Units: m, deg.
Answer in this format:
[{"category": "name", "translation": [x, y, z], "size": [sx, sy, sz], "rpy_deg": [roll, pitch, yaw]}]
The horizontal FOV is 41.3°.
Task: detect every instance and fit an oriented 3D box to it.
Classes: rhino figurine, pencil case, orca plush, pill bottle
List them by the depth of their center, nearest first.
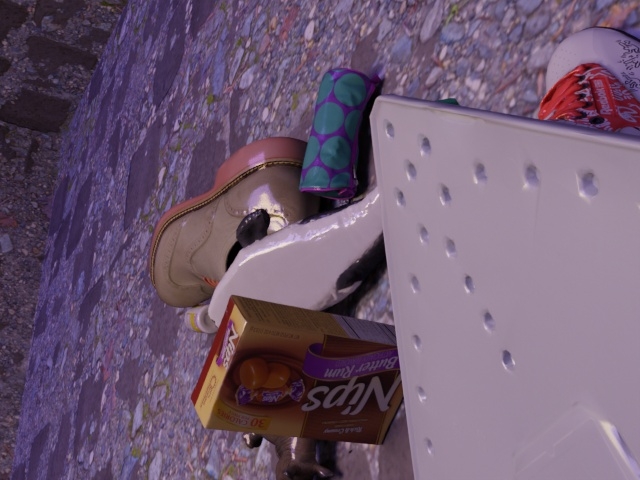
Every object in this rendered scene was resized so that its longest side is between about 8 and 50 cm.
[{"category": "orca plush", "translation": [0.000, 0.000, 0.915], "size": [0.287, 0.151, 0.102], "rpy_deg": [-52, -5, 26]}, {"category": "rhino figurine", "translation": [-0.037, 0.195, 0.919], "size": [0.106, 0.073, 0.243], "rpy_deg": [-57, 33, 40]}, {"category": "pencil case", "translation": [0.022, -0.120, 0.971], "size": [0.070, 0.064, 0.151], "rpy_deg": [5, 78, 25]}, {"category": "pill bottle", "translation": [-0.177, 0.118, 1.276], "size": [0.083, 0.043, 0.043], "rpy_deg": [-8, 70, 63]}]

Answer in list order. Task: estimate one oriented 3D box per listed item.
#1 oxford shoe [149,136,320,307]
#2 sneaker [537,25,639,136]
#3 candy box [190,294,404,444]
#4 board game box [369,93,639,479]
[{"category": "oxford shoe", "translation": [-0.131, 0.020, 1.128], "size": [0.397, 0.141, 0.146], "rpy_deg": [-43, 44, 49]}, {"category": "sneaker", "translation": [0.169, -0.068, 0.551], "size": [0.090, 0.145, 0.270], "rpy_deg": [-52, 34, 40]}, {"category": "candy box", "translation": [-0.010, 0.121, 0.767], "size": [0.109, 0.187, 0.053], "rpy_deg": [-67, 30, 15]}, {"category": "board game box", "translation": [0.152, 0.135, 0.401], "size": [0.390, 0.050, 0.389], "rpy_deg": [-149, 47, -63]}]
